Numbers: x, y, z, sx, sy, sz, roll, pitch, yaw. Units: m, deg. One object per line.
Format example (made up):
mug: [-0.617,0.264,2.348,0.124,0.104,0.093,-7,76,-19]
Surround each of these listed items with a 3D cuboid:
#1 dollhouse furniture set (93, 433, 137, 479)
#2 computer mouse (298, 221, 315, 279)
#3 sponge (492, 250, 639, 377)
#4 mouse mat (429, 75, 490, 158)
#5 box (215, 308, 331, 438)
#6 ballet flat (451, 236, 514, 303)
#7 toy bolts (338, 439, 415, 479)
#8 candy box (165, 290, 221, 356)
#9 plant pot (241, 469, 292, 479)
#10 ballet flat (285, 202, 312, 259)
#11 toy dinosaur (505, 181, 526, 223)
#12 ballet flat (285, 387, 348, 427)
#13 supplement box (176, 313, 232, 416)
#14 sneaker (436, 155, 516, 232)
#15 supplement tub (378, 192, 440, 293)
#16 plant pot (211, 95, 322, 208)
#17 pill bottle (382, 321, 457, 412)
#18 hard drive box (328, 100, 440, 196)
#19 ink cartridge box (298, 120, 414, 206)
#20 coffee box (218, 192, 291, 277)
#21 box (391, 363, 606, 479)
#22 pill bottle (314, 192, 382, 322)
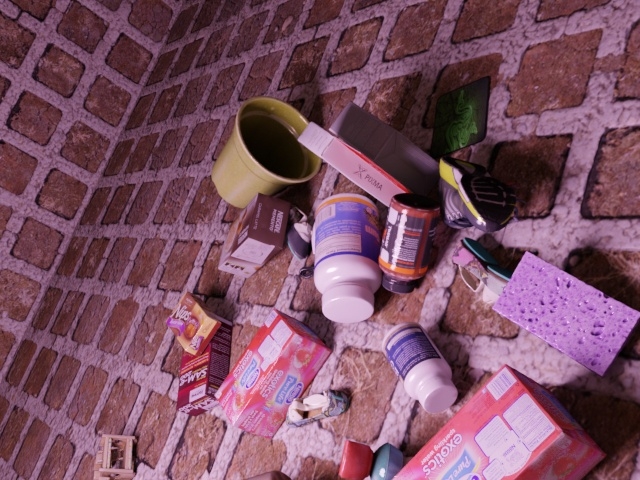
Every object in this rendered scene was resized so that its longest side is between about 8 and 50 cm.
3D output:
dollhouse furniture set: [-0.580,0.668,1.960,0.182,0.101,0.161,-100,28,-43]
computer mouse: [0.000,0.000,1.765,0.106,0.042,0.193,-21,50,42]
sponge: [0.399,0.117,1.144,0.210,0.031,0.117,33,92,33]
mouse mat: [0.323,-0.285,1.619,0.152,0.007,0.190,-17,53,43]
box: [-0.110,0.306,1.601,0.257,0.122,0.128,-56,35,4]
ballet flat: [0.317,0.070,1.315,0.221,0.076,0.079,49,122,58]
toy bolts: [0.102,0.477,1.254,0.218,0.158,0.229,89,-166,-81]
candy box: [-0.345,0.222,1.884,0.109,0.053,0.186,-56,35,1]
plant pot: [-0.151,0.591,1.322,0.280,0.323,0.323,-35,38,4]
ballet flat: [-0.060,-0.034,1.842,0.074,0.074,0.203,-45,35,18]
toy dinosaur: [0.371,-0.075,1.355,0.047,0.090,0.082,-13,86,27]
ballet flat: [-0.025,0.358,1.510,0.188,0.070,0.070,-29,44,35]
supplement box: [-0.310,0.333,1.867,0.130,0.073,0.240,-31,44,33]
sneaker: [0.298,-0.070,1.376,0.300,0.111,0.121,-95,13,-68]
supplement tub: [0.179,0.009,1.443,0.106,0.106,0.198,42,128,54]
plant pot: [-0.177,-0.227,1.992,0.254,0.276,0.276,-37,39,45]
pill bottle: [0.189,0.239,1.313,0.094,0.094,0.169,-49,36,14]
hard drive box: [0.152,-0.213,1.621,0.089,0.181,0.232,-53,35,8]
ink cartridge box: [0.106,-0.139,1.538,0.060,0.275,0.239,-53,35,6]
coffee box: [-0.181,-0.009,1.881,0.246,0.098,0.141,-38,38,57]
box: [0.265,0.364,1.087,0.300,0.142,0.154,-50,36,12]
pill bottle: [0.061,0.041,1.567,0.152,0.152,0.272,-30,45,34]
